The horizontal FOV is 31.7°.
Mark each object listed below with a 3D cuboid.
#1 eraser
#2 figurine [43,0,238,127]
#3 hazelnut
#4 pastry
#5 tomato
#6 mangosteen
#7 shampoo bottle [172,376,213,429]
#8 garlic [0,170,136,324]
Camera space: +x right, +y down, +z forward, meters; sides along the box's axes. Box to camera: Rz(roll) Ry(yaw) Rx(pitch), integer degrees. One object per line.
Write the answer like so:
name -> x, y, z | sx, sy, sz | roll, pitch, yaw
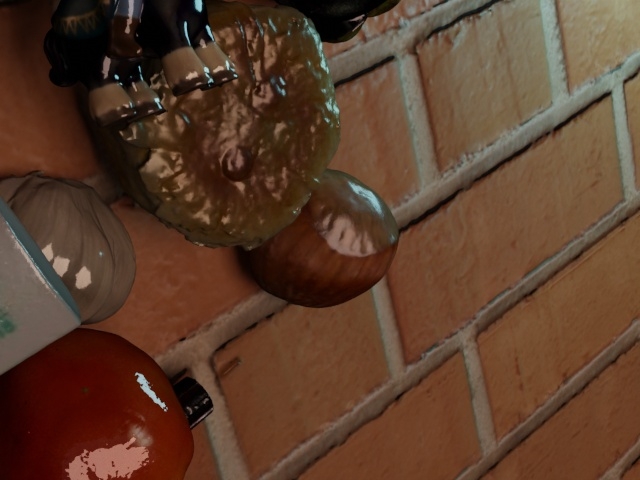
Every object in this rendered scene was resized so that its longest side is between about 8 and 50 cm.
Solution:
eraser -> -0.415, 0.084, 1.141 | 0.290, 0.104, 0.189 | -33, 104, -6
figurine -> -0.224, -0.314, 1.136 | 0.241, 0.412, 0.306 | -31, 162, -53
hazelnut -> 0.000, 0.000, 1.544 | 0.214, 0.176, 0.214 | -4, 122, -7
pastry -> -0.118, -0.140, 1.361 | 0.329, 0.136, 0.330 | -12, 109, -37
tomato -> -0.268, 0.212, 1.276 | 0.260, 0.260, 0.180 | -38, 163, -31
mangosteen -> 0.022, -0.378, 1.454 | 0.243, 0.243, 0.243 | -12, 108, -41
shampoo bottle -> -0.251, 0.271, 1.412 | 0.278, 0.104, 0.104 | -37, 123, -31
garlic -> -0.302, 0.017, 1.282 | 0.229, 0.143, 0.178 | 17, 89, -35
